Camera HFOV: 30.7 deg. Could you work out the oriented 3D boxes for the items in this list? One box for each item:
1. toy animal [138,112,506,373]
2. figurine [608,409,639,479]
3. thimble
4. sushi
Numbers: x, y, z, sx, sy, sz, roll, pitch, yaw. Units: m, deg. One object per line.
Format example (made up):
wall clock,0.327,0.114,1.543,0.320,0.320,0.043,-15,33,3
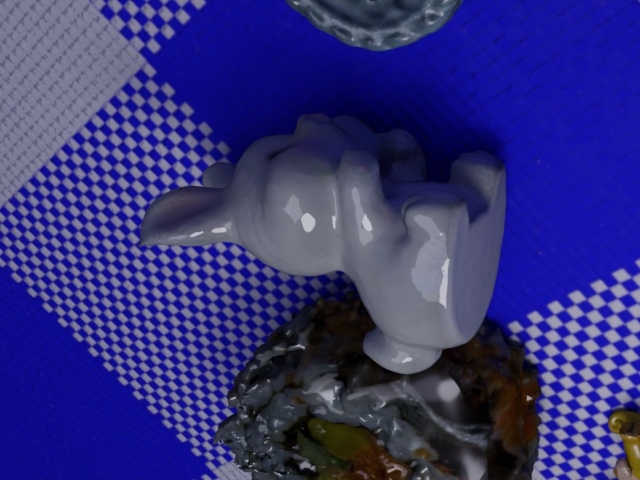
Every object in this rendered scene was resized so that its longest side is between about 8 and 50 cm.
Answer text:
toy animal,0.005,-0.008,1.231,0.367,0.196,0.241,21,115,17
figurine,0.385,0.322,1.348,0.156,0.131,0.246,-4,106,6
thimble,0.045,-0.303,1.018,0.205,0.172,0.250,-16,119,33
sushi,0.073,0.240,1.435,0.417,0.176,0.417,14,132,17
